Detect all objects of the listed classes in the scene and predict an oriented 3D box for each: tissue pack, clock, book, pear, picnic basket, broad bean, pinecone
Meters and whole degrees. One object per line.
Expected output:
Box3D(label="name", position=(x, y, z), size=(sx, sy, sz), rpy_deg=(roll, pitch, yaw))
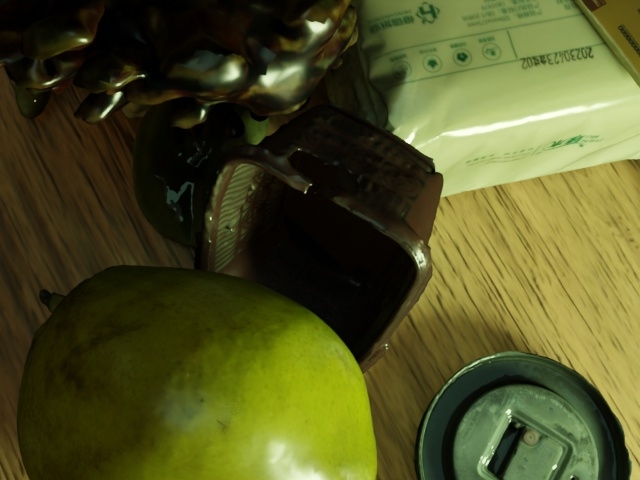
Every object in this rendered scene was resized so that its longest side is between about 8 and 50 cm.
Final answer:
Box3D(label="tissue pack", position=(0.197, -0.218, 0.835), size=(0.380, 0.207, 0.297), rpy_deg=(-11, 72, -8))
Box3D(label="clock", position=(0.211, 0.233, 0.786), size=(0.226, 0.049, 0.226), rpy_deg=(1, 75, -4))
Box3D(label="book", position=(0.353, -0.234, 0.739), size=(0.172, 0.012, 0.118), rpy_deg=(-31, 80, -14))
Box3D(label="pear", position=(-0.132, 0.153, 0.673), size=(0.375, 0.287, 0.287), rpy_deg=(35, 73, 20))
Box3D(label="picnic basket", position=(0.000, 0.000, 0.730), size=(0.222, 0.297, 0.129), rpy_deg=(30, 55, 4))
Box3D(label="broad bean", position=(-0.136, -0.100, 0.845), size=(0.153, 0.072, 0.207), rpy_deg=(22, 73, 8))
Box3D(label="pinecone", position=(-0.141, -0.257, 0.657), size=(0.397, 0.398, 0.398), rpy_deg=(1, 73, -4))

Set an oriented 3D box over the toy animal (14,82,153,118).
Box3D(label="toy animal", position=(-0.326, -0.300, 0.852), size=(0.181, 0.180, 0.363), rpy_deg=(-21, 119, 9))
